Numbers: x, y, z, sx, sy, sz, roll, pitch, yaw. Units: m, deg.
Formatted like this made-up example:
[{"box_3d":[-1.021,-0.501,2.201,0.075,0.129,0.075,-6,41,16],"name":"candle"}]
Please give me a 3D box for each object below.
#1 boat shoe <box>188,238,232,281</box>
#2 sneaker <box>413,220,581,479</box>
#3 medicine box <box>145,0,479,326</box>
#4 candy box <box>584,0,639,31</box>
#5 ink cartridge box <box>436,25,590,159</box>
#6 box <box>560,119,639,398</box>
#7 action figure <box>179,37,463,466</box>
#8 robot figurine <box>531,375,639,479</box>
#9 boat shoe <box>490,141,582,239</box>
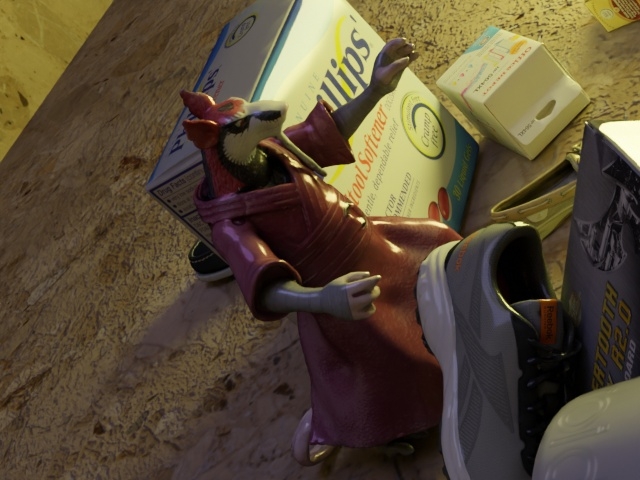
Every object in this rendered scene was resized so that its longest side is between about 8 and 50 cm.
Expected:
[{"box_3d":[-0.065,-0.057,1.670,0.302,0.091,0.114,-36,27,20],"name":"boat shoe"},{"box_3d":[0.146,0.109,0.977,0.108,0.100,0.271,-38,56,45],"name":"sneaker"},{"box_3d":[0.004,-0.077,1.361,0.149,0.289,0.263,-25,33,38],"name":"medicine box"},{"box_3d":[0.378,-0.302,1.404,0.187,0.053,0.109,-21,36,44],"name":"candy box"},{"box_3d":[0.206,-0.157,1.405,0.092,0.090,0.143,-46,25,-1],"name":"ink cartridge box"},{"box_3d":[0.227,0.052,0.934,0.056,0.231,0.183,-2,26,-10],"name":"box"},{"box_3d":[0.000,0.000,1.161,0.276,0.370,0.248,-22,32,47],"name":"action figure"},{"box_3d":[0.258,0.153,0.725,0.353,0.199,0.300,-25,-5,36],"name":"robot figurine"},{"box_3d":[0.233,-0.058,1.266,0.153,0.048,0.056,-39,26,14],"name":"boat shoe"}]
